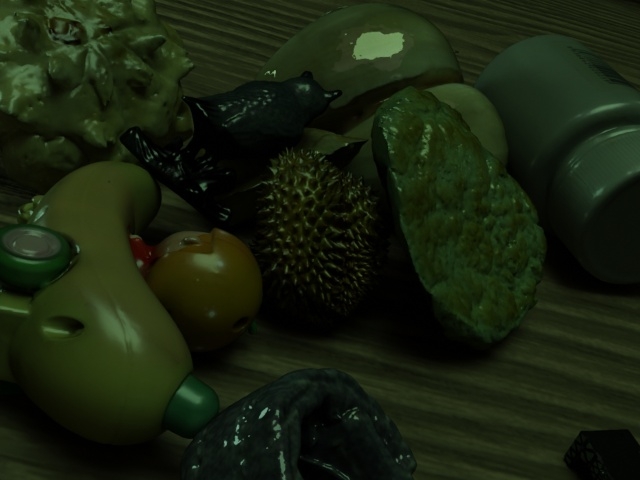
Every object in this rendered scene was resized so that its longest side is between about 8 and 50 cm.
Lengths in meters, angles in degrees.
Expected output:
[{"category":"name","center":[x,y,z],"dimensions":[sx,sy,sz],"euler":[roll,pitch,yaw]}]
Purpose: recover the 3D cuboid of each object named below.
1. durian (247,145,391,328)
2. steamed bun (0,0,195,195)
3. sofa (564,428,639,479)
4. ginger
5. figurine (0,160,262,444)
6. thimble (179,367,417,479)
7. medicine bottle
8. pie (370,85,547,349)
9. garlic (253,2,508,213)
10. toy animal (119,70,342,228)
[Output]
[{"category":"durian","center":[0.000,0.000,0.792],"dimensions":[0.137,0.168,0.158],"euler":[-3,-7,44]},{"category":"steamed bun","center":[-0.251,-0.195,0.867],"dimensions":[0.296,0.137,0.292],"euler":[29,54,-20]},{"category":"sofa","center":[0.262,0.215,0.701],"dimensions":[0.060,0.039,0.118],"euler":[6,33,-23]},{"category":"ginger","center":[-0.050,-0.095,0.915],"dimensions":[0.193,0.115,0.122],"euler":[-23,64,-21]},{"category":"figurine","center":[-0.151,0.034,0.686],"dimensions":[0.222,0.124,0.324],"euler":[11,28,-12]},{"category":"thimble","center":[-0.011,0.163,0.534],"dimensions":[0.150,0.098,0.150],"euler":[36,34,-30]},{"category":"medicine bottle","center":[0.345,-0.112,1.090],"dimensions":[0.208,0.208,0.339],"euler":[6,34,-20]},{"category":"pie","center":[0.135,-0.025,0.841],"dimensions":[0.274,0.106,0.257],"euler":[60,34,-15]},{"category":"garlic","center":[0.087,-0.155,1.056],"dimensions":[0.313,0.285,0.249],"euler":[-3,-7,-40]},{"category":"toy animal","center":[-0.079,-0.126,0.808],"dimensions":[0.121,0.117,0.210],"euler":[33,64,32]}]
